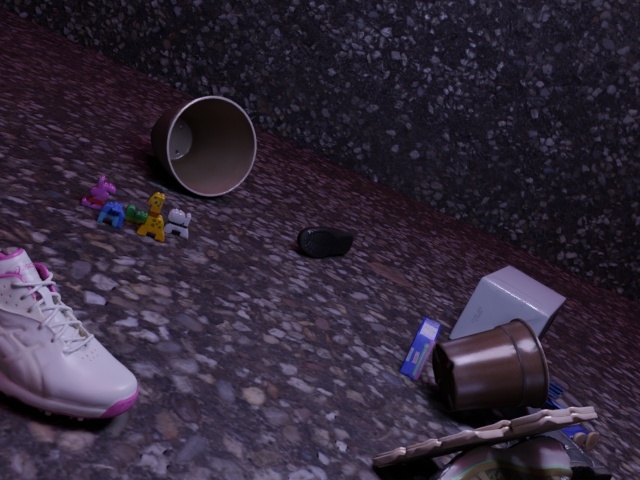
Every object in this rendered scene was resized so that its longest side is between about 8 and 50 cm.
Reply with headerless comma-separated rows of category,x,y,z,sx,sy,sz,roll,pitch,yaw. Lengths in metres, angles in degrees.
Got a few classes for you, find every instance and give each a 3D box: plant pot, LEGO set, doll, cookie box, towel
plant pot,0.302,0.237,1.137,0.165,0.167,0.167,-8,23,-7
LEGO set,-0.365,-0.069,1.264,0.227,0.093,0.087,19,18,-20
doll,0.478,0.358,1.268,0.129,0.046,0.189,9,16,-27
cookie box,0.199,0.214,1.227,0.040,0.092,0.107,25,17,12
plant pot,-0.355,-0.268,1.692,0.256,0.257,0.274,11,5,-39
towel,0.490,0.315,1.377,0.067,0.029,0.119,35,0,1

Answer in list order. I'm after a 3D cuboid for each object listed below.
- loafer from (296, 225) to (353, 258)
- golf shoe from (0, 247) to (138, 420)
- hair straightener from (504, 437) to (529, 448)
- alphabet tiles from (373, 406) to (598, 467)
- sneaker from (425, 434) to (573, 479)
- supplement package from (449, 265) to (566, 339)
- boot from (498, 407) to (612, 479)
loafer,0.000,0.000,1.635,0.078,0.080,0.220,24,8,33
golf shoe,-0.343,0.096,0.724,0.306,0.140,0.115,28,15,3
hair straightener,0.360,0.379,0.959,0.047,0.089,0.230,20,16,-29
alphabet tiles,0.215,0.266,0.832,0.277,0.284,0.021,9,60,-42
sneaker,0.232,0.363,0.766,0.410,0.158,0.182,5,40,-41
supplement package,0.474,0.190,1.539,0.175,0.178,0.293,32,19,23
boot,0.402,0.357,1.116,0.189,0.076,0.208,28,17,-42
